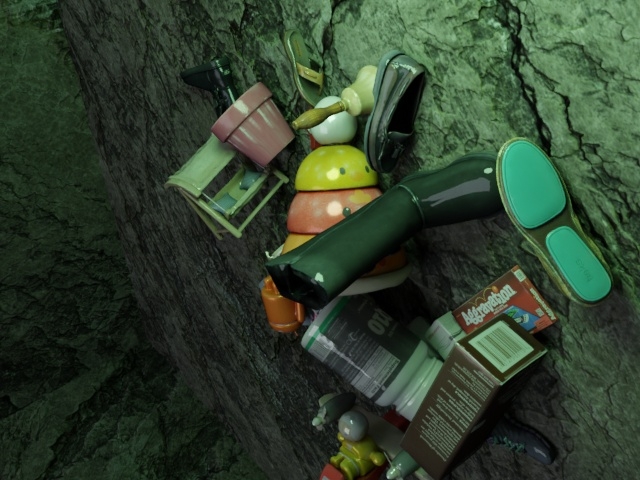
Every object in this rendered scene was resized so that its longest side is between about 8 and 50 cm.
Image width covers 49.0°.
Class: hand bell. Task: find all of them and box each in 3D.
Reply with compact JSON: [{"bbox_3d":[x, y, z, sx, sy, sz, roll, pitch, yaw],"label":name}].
[{"bbox_3d":[0.038,-0.298,1.582,0.126,0.242,0.126,37,143,35],"label":"hand bell"}]

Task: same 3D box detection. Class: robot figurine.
[{"bbox_3d":[-0.119,0.210,2.292,0.158,0.128,0.219,-5,118,12],"label":"robot figurine"}]

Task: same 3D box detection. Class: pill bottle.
[{"bbox_3d":[0.146,0.296,1.818,0.361,0.204,0.204,37,147,6],"label":"pill bottle"}]

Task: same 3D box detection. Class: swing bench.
[{"bbox_3d":[-0.283,-0.177,2.115,0.254,0.253,0.165,47,156,-20],"label":"swing bench"}]

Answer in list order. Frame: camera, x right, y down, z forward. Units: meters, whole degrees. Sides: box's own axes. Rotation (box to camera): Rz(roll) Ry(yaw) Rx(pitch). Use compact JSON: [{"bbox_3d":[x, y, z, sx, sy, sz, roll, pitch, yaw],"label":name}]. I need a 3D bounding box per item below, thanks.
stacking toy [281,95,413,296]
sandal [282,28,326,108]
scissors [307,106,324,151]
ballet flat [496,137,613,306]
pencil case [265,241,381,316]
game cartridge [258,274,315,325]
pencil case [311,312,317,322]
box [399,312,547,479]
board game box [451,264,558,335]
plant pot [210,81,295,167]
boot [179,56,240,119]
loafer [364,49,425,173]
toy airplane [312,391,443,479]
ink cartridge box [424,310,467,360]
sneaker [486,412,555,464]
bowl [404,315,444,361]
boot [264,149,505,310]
[{"bbox_3d":[0.036,-0.115,1.747,0.351,0.351,0.479,7,106,56],"label":"stacking toy"},{"bbox_3d":[-0.026,-0.428,1.756,0.060,0.090,0.219,-14,97,38],"label":"sandal"},{"bbox_3d":[-0.015,-0.249,1.944,0.109,0.021,0.297,45,149,21],"label":"scissors"},{"bbox_3d":[0.435,-0.031,1.342,0.348,0.123,0.123,60,151,5],"label":"ballet flat"},{"bbox_3d":[0.025,0.153,2.013,0.410,0.184,0.160,52,159,1],"label":"pencil case"},{"bbox_3d":[-0.109,0.201,2.453,0.297,0.062,0.198,-9,103,60],"label":"game cartridge"},{"bbox_3d":[0.070,0.268,2.181,0.209,0.098,0.095,28,137,44],"label":"pencil case"},{"bbox_3d":[0.341,0.365,1.610,0.143,0.191,0.381,44,135,27],"label":"box"},{"bbox_3d":[0.416,0.173,1.622,0.145,0.027,0.281,55,151,12],"label":"board game box"},{"bbox_3d":[-0.177,-0.314,1.980,0.180,0.201,0.201,46,152,-6],"label":"plant pot"},{"bbox_3d":[-0.333,-0.448,2.186,0.247,0.094,0.207,2,113,50],"label":"boot"},{"bbox_3d":[0.166,-0.266,1.554,0.095,0.109,0.302,35,139,32],"label":"loafer"},{"bbox_3d":[0.156,0.566,2.032,0.386,0.384,0.272,-20,129,20],"label":"toy airplane"},{"bbox_3d":[0.341,0.261,1.787,0.135,0.056,0.099,50,149,18],"label":"ink cartridge box"},{"bbox_3d":[0.469,0.500,1.752,0.224,0.098,0.083,33,141,41],"label":"sneaker"},{"bbox_3d":[0.274,0.291,1.927,0.142,0.053,0.142,52,151,16],"label":"bowl"},{"bbox_3d":[0.145,-0.019,1.446,0.367,0.445,0.146,-14,103,60],"label":"boot"}]
